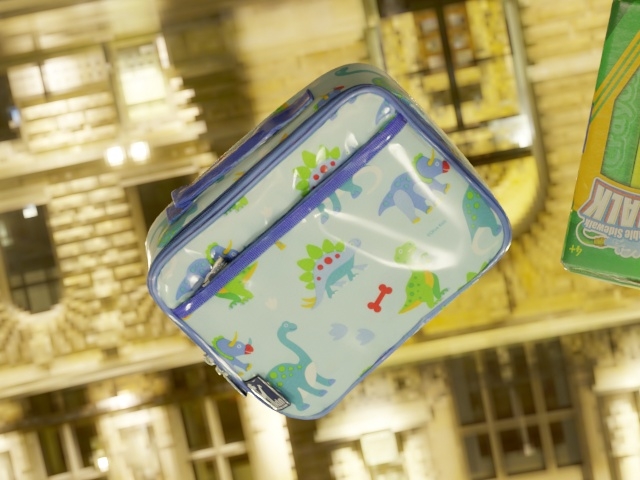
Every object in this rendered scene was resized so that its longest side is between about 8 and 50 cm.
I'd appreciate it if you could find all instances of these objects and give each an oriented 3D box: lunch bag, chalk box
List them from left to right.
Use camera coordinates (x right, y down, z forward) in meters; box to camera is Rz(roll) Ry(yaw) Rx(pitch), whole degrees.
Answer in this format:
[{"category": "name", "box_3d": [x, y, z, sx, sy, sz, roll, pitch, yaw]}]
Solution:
[{"category": "lunch bag", "box_3d": [0.000, 0.000, 1.013, 0.219, 0.176, 0.090, -39, -158, 7]}, {"category": "chalk box", "box_3d": [0.235, -0.023, 0.895, 0.132, 0.213, 0.132, 10, 180, 34]}]
